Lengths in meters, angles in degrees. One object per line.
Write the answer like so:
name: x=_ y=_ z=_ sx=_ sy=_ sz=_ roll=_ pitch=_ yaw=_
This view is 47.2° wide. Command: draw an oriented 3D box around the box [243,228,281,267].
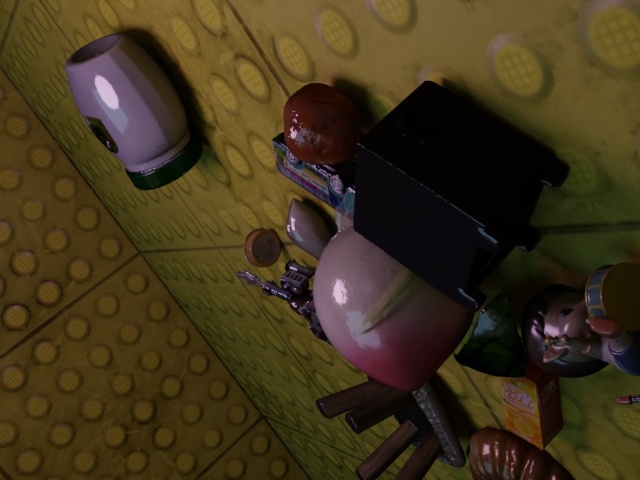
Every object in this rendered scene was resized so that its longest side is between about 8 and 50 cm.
box: x=-0.155 y=0.020 z=1.961 sx=0.037 sy=0.105 sz=0.105 roll=4 pitch=130 yaw=51

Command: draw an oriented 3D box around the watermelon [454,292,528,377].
watermelon: x=0.297 y=0.164 z=1.241 sx=0.123 sy=0.129 sz=0.301 roll=13 pitch=174 yaw=13

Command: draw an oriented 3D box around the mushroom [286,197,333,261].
mushroom: x=0.000 y=0.000 z=1.690 sx=0.225 sy=0.093 sz=0.116 roll=39 pitch=170 yaw=1

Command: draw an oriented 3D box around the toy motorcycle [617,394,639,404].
toy motorcycle: x=0.574 y=0.326 z=1.128 sx=0.182 sy=0.123 sz=0.272 roll=-17 pitch=115 yaw=42

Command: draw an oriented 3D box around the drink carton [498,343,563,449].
drink carton: x=0.408 y=0.303 z=1.430 sx=0.096 sy=0.071 sz=0.223 roll=27 pitch=147 yaw=43

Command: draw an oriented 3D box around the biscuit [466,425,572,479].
biscuit: x=0.471 y=0.582 z=1.710 sx=0.326 sy=0.107 sz=0.325 roll=37 pitch=150 yaw=26

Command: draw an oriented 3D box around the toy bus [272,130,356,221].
toy bus: x=0.017 y=-0.129 z=1.433 sx=0.262 sy=0.091 sz=0.109 roll=37 pitch=145 yaw=30

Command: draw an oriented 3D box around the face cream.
face cream: x=-0.469 y=-0.327 z=1.850 sx=0.312 sy=0.219 sz=0.357 roll=18 pitch=144 yaw=49

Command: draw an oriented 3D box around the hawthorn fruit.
hawthorn fruit: x=0.013 y=-0.198 z=1.285 sx=0.189 sy=0.149 sz=0.149 roll=24 pitch=146 yaw=47

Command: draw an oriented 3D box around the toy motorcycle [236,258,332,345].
toy motorcycle: x=-0.030 y=0.146 z=1.879 sx=0.401 sy=0.134 sz=0.207 roll=28 pitch=149 yaw=27

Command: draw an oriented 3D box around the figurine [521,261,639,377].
figurine: x=0.394 y=0.125 z=1.101 sx=0.275 sy=0.161 sz=0.158 roll=-27 pitch=79 yaw=65

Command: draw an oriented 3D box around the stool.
stool: x=0.173 y=0.474 z=1.861 sx=0.310 sy=0.226 sz=0.310 roll=62 pitch=162 yaw=-6

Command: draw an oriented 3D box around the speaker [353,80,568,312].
speaker: x=0.199 y=-0.066 z=1.104 sx=0.254 sy=0.184 sz=0.232 roll=36 pitch=154 yaw=22

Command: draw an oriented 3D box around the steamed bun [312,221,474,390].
steamed bun: x=0.139 y=0.124 z=1.297 sx=0.309 sy=0.309 sz=0.309 roll=39 pitch=155 yaw=23

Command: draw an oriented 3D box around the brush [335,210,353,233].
brush: x=0.065 y=-0.006 z=1.567 sx=0.060 sy=0.050 sz=0.321 roll=30 pitch=135 yaw=35
